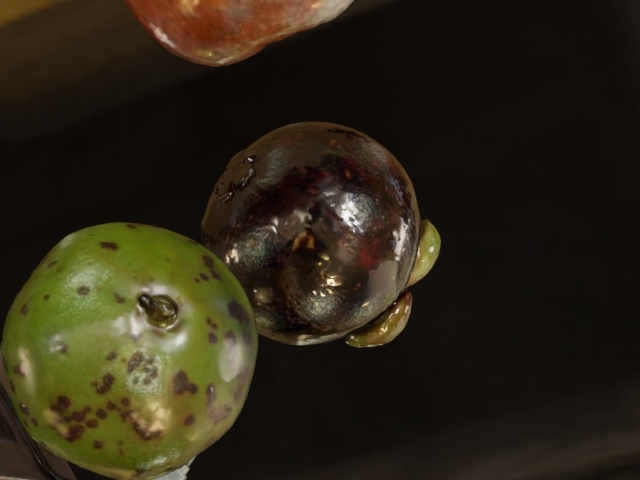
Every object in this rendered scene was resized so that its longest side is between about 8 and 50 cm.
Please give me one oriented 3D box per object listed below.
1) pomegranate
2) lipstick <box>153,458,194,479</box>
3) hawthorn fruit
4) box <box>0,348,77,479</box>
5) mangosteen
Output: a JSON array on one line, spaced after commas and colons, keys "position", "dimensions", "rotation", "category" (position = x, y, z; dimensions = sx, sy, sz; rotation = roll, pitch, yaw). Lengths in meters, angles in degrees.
[{"position": [-0.162, 0.096, 1.453], "dimensions": [0.211, 0.211, 0.263], "rotation": [1, 162, -20], "category": "pomegranate"}, {"position": [-0.119, 0.188, 1.527], "dimensions": [0.025, 0.107, 0.025], "rotation": [34, 174, 6], "category": "lipstick"}, {"position": [-0.076, -0.270, 1.445], "dimensions": [0.231, 0.263, 0.235], "rotation": [-21, 164, -43], "category": "hawthorn fruit"}, {"position": [-0.384, 0.185, 1.662], "dimensions": [0.188, 0.252, 0.153], "rotation": [-41, 153, 15], "category": "box"}, {"position": [0.000, 0.000, 2.074], "dimensions": [0.288, 0.288, 0.288], "rotation": [-7, 158, -3], "category": "mangosteen"}]
